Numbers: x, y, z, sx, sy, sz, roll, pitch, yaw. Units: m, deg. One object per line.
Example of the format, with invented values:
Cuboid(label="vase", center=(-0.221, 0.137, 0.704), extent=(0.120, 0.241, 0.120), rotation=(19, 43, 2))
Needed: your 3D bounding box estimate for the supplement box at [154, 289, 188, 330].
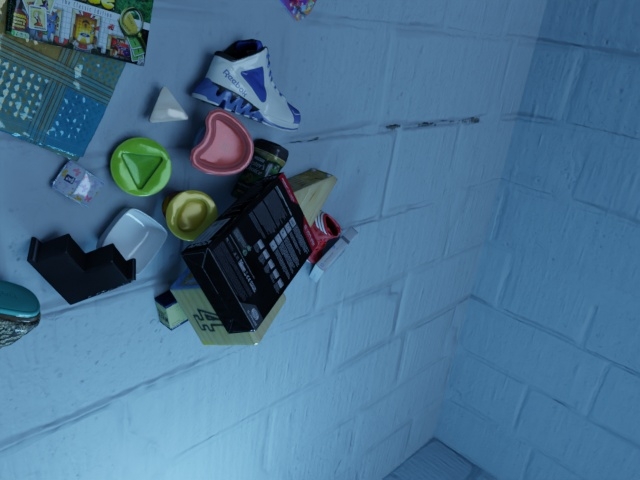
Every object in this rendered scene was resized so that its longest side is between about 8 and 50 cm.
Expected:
Cuboid(label="supplement box", center=(-0.387, 0.179, 1.481), extent=(0.083, 0.056, 0.083), rotation=(-31, 131, -37))

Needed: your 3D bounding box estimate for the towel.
Cuboid(label="towel", center=(-0.499, -0.360, 1.048), extent=(0.271, 0.040, 0.370), rotation=(25, 89, -54))

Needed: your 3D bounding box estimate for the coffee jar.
Cuboid(label="coffee jar", center=(-0.163, -0.182, 1.506), extent=(0.079, 0.096, 0.184), rotation=(27, 89, -56))

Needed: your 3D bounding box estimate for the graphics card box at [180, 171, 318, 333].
Cuboid(label="graphics card box", center=(-0.153, 0.020, 1.340), extent=(0.232, 0.094, 0.371), rotation=(65, 34, -23))

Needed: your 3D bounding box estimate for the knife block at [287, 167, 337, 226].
Cuboid(label="knife block", center=(-0.073, -0.068, 1.689), extent=(0.276, 0.088, 0.242), rotation=(-28, 131, -39))

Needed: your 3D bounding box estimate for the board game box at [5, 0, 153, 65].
Cuboid(label="board game box", center=(-0.439, -0.421, 1.035), extent=(0.260, 0.030, 0.136), rotation=(-4, 109, -50))

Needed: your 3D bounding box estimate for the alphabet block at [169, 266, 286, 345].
Cuboid(label="alphabet block", center=(-0.237, 0.141, 1.455), extent=(0.192, 0.193, 0.197), rotation=(-57, 133, -46))

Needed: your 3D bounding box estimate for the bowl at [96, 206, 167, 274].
Cuboid(label="bowl", center=(-0.450, -0.003, 1.303), extent=(0.142, 0.053, 0.142), rotation=(-57, 143, -10))

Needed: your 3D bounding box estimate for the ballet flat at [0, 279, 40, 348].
Cuboid(label="ballet flat", center=(-0.733, 0.104, 0.961), extent=(0.182, 0.164, 0.483), rotation=(-42, 144, 4))

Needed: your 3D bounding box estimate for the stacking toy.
Cuboid(label="stacking toy", center=(-0.333, -0.188, 1.320), extent=(0.279, 0.130, 0.309), rotation=(34, 87, -26))

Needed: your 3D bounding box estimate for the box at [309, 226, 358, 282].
Cuboid(label="box", center=(0.044, 0.050, 1.880), extent=(0.186, 0.038, 0.145), rotation=(-48, 174, -21))

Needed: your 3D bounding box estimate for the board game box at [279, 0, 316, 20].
Cuboid(label="board game box", center=(-0.050, -0.652, 1.418), extent=(0.133, 0.033, 0.169), rotation=(-60, 143, -5))

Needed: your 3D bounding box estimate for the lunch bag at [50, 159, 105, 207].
Cuboid(label="lunch bag", center=(-0.511, -0.119, 1.163), extent=(0.083, 0.053, 0.071), rotation=(41, 77, -43))

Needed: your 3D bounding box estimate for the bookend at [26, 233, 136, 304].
Cuboid(label="bookend", center=(-0.505, 0.042, 1.186), extent=(0.156, 0.072, 0.157), rotation=(-21, 135, 1))

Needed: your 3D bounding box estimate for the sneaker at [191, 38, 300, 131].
Cuboid(label="sneaker", center=(-0.153, -0.389, 1.370), extent=(0.315, 0.127, 0.182), rotation=(8, 106, -50))

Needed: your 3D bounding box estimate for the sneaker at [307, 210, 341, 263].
Cuboid(label="sneaker", center=(0.000, 0.000, 1.781), extent=(0.087, 0.128, 0.221), rotation=(-37, 135, -31))
